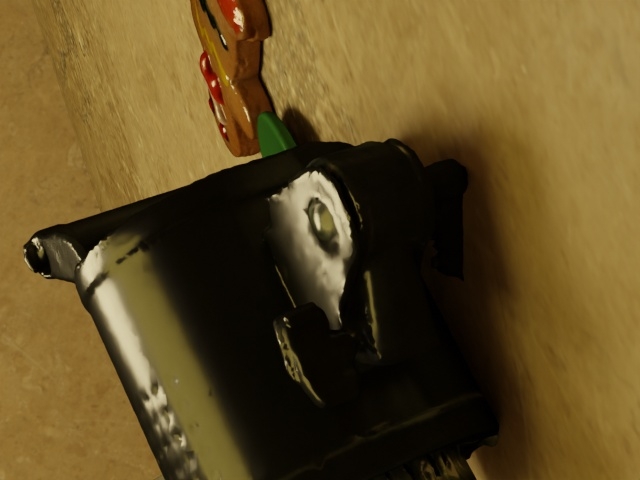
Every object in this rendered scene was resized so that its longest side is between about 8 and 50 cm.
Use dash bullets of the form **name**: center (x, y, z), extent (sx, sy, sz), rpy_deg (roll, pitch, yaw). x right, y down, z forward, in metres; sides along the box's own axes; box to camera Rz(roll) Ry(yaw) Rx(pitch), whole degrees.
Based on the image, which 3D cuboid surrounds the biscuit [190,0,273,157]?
- **biscuit**: center (-0.081, -0.157, 1.294), extent (0.250, 0.036, 0.165), rpy_deg (92, 157, -57)

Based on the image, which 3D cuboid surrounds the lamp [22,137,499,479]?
- **lamp**: center (-0.023, 0.085, 0.977), extent (0.374, 0.205, 0.272), rpy_deg (-11, 96, 62)

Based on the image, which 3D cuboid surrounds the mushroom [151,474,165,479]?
- **mushroom**: center (-0.054, 0.189, 1.246), extent (0.243, 0.243, 0.243), rpy_deg (161, 90, -77)

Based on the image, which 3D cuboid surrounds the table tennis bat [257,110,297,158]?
- **table tennis bat**: center (0.000, 0.000, 1.182), extent (0.257, 0.039, 0.160), rpy_deg (-119, 11, -50)
